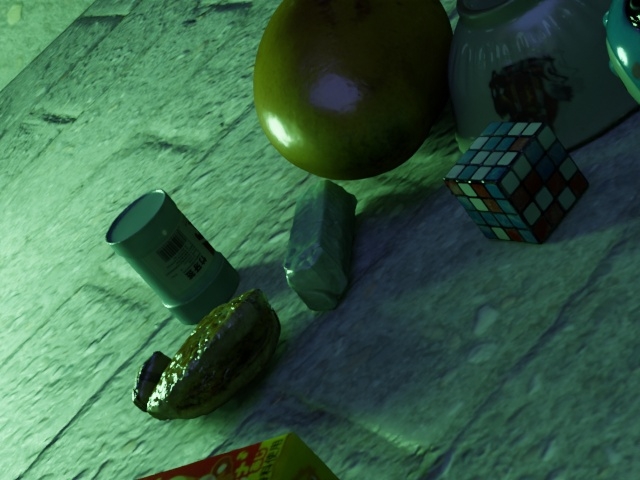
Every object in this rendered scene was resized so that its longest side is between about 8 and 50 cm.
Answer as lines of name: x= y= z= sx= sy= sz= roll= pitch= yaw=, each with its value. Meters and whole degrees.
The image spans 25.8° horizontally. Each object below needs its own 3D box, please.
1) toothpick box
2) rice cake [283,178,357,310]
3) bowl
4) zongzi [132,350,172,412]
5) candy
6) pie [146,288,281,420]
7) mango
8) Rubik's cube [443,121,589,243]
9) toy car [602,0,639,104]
toothpick box: x=-0.188 y=0.022 z=1.786 sx=0.101 sy=0.153 sz=0.101 roll=-31 pitch=27 yaw=18
rice cake: x=0.000 y=0.000 z=1.665 sx=0.063 sy=0.069 sz=0.206 roll=-29 pitch=29 yaw=22
bowl: x=0.260 y=-0.252 z=1.622 sx=0.337 sy=0.157 sz=0.337 roll=-32 pitch=27 yaw=18
zongzi: x=-0.219 y=0.181 z=1.710 sx=0.083 sy=0.040 sz=0.076 roll=-29 pitch=31 yaw=47
candy: x=-0.121 y=0.288 z=1.339 sx=0.276 sy=0.088 sz=0.146 roll=-21 pitch=32 yaw=36
pie: x=-0.124 y=0.134 z=1.607 sx=0.193 sy=0.079 sz=0.163 roll=-48 pitch=18 yaw=-17
mango: x=0.043 y=-0.205 z=1.758 sx=0.264 sy=0.221 sz=0.378 roll=-16 pitch=33 yaw=10
Rubik's cube: x=0.204 y=-0.061 z=1.457 sx=0.092 sy=0.092 sz=0.092 roll=-49 pitch=26 yaw=-20
toy car: x=0.371 y=-0.216 z=1.378 sx=0.190 sy=0.188 sz=0.255 roll=-17 pitch=36 yaw=55
